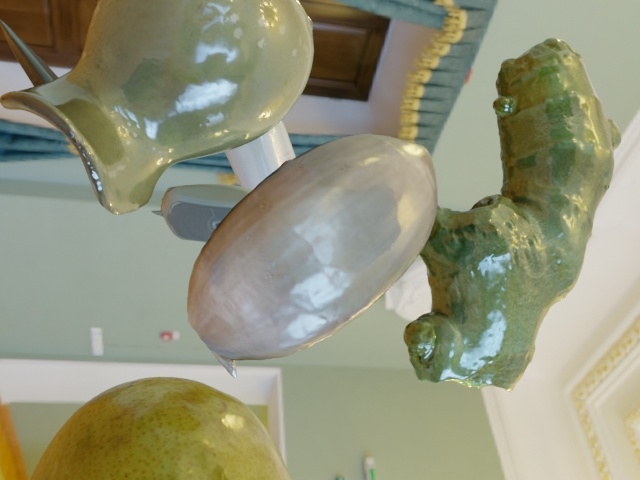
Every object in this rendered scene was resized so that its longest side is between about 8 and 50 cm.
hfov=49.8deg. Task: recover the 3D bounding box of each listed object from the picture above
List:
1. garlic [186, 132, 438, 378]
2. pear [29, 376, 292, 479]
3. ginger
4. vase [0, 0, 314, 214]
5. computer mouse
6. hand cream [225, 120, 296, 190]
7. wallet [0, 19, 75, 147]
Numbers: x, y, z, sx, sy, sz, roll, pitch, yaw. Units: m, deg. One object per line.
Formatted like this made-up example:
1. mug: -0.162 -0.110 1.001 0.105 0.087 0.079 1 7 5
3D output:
1. garlic: 0.008 -0.008 0.412 0.198 0.090 0.128 -45 -179 -21
2. pear: -0.175 0.290 0.736 0.304 0.304 0.304 -176 -90 -79
3. ginger: 0.150 -0.017 0.538 0.290 0.137 0.089 -59 179 -5
4. vase: -0.176 -0.180 0.812 0.302 0.241 0.329 -46 -174 -9
5. computer mouse: -0.132 -0.034 0.917 0.056 0.181 0.089 -79 175 -52
6. hand cream: -0.066 -0.051 1.281 0.185 0.118 0.359 -54 125 -66
7. wallet: -0.393 -0.211 1.033 0.245 0.052 0.168 48 -7 23
